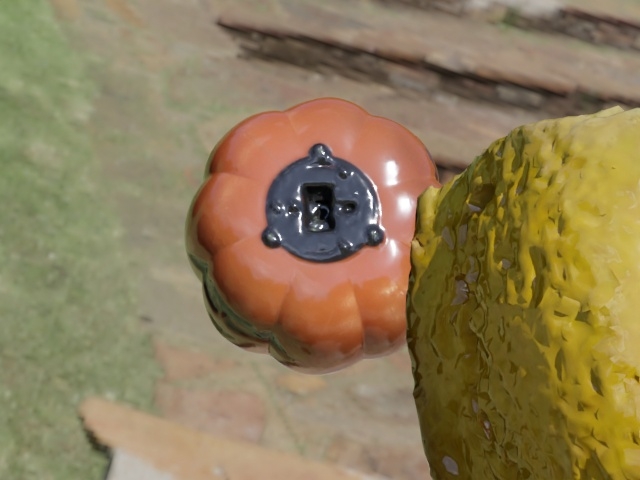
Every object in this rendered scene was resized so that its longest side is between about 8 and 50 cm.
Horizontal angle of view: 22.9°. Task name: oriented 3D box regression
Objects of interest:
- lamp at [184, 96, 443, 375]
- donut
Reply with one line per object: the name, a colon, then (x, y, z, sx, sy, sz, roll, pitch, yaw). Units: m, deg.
lamp: (0.000, 0.000, 1.081, 0.188, 0.187, 0.164, 20, -15, 2)
donut: (0.280, 0.054, 0.737, 0.435, 0.377, 0.163, -31, -2, -20)
